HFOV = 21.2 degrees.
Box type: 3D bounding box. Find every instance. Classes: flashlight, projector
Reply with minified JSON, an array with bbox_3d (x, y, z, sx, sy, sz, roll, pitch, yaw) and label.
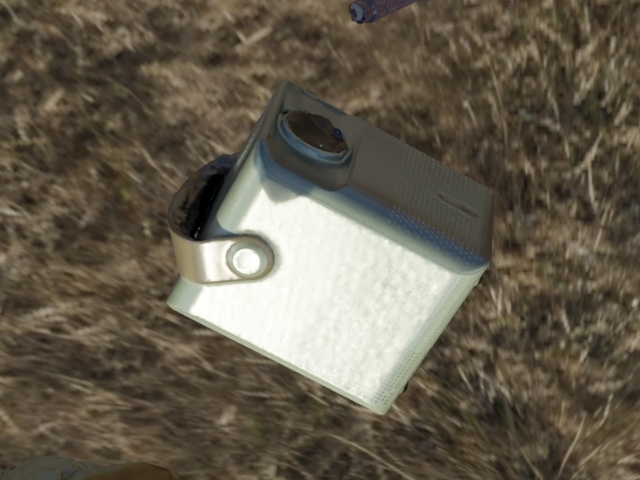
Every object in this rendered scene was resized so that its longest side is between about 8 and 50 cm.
[{"bbox_3d":[0.064,-0.205,1.401,0.052,0.110,0.031,26,130,33],"label":"flashlight"},{"bbox_3d":[0.000,0.000,1.378,0.242,0.163,0.177,27,119,-5],"label":"projector"}]

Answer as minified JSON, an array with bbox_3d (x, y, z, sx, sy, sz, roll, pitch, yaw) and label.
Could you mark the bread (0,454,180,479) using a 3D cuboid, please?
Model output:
[{"bbox_3d":[-0.135,0.273,0.944,0.225,0.279,0.250,4,53,22],"label":"bread"}]
